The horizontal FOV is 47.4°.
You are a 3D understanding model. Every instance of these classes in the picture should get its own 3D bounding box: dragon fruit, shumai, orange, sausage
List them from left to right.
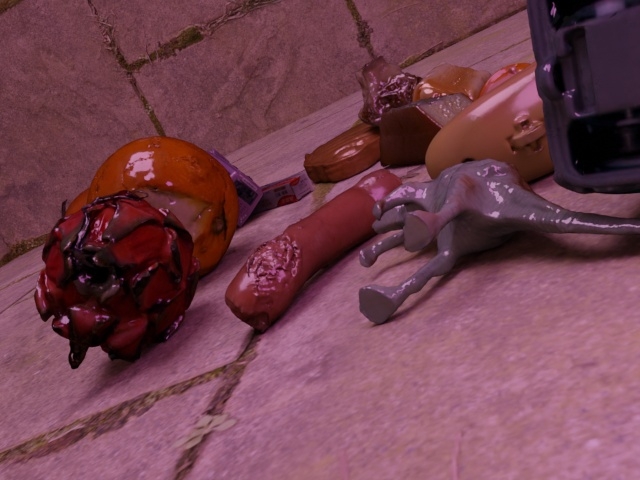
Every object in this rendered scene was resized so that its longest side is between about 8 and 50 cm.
[{"bbox_3d":[-0.242,0.039,0.873,0.192,0.193,0.274,-33,-14,-3],"label":"dragon fruit"},{"bbox_3d":[-0.243,-0.044,1.136,0.239,0.240,0.240,-26,13,6],"label":"orange"},{"bbox_3d":[0.001,0.001,0.836,0.078,0.078,0.304,-14,18,44],"label":"sausage"},{"bbox_3d":[0.121,-0.284,1.348,0.145,0.116,0.146,-22,22,9],"label":"shumai"}]

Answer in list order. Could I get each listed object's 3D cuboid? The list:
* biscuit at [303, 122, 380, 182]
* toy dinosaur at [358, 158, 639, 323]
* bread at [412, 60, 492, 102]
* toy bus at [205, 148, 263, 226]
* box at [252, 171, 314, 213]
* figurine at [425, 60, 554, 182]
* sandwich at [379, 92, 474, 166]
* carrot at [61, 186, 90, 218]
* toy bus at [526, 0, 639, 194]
[{"bbox_3d":[0.105,-0.210,1.469,0.311,0.057,0.351,-26,13,9],"label":"biscuit"},{"bbox_3d":[0.133,-0.016,0.633,0.205,0.092,0.392,-32,11,-38],"label":"toy dinosaur"},{"bbox_3d":[0.232,-0.258,1.297,0.119,0.084,0.177,25,39,18],"label":"bread"},{"bbox_3d":[-0.200,-0.107,1.438,0.108,0.096,0.199,-52,35,-1],"label":"toy bus"},{"bbox_3d":[-0.106,-0.086,1.440,0.218,0.040,0.055,-12,19,48],"label":"box"},{"bbox_3d":[0.260,-0.160,0.840,0.324,0.124,0.222,-32,13,-2],"label":"figurine"},{"bbox_3d":[0.169,-0.176,1.146,0.094,0.096,0.258,-27,15,-26],"label":"sandwich"},{"bbox_3d":[-0.379,-0.026,1.394,0.331,0.193,0.214,-27,45,11],"label":"carrot"},{"bbox_3d":[0.324,-0.138,0.463,0.199,0.184,0.343,-14,7,-40],"label":"toy bus"}]
